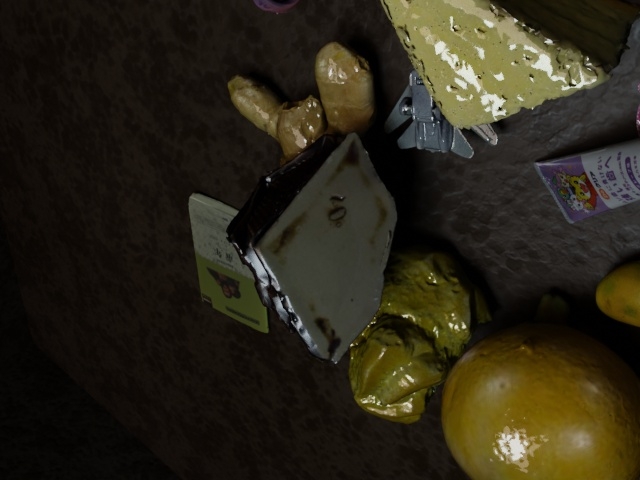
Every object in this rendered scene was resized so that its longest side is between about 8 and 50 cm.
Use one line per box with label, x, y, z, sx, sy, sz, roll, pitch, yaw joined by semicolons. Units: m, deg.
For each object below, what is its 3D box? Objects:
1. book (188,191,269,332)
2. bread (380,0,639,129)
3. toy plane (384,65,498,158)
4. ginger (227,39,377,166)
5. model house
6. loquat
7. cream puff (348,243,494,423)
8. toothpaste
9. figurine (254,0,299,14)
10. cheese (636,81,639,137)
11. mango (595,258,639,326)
book;-0.233;0.062;1.712;0.239;0.035;0.353;23;130;30
bread;0.225;-0.333;0.830;0.278;0.248;0.315;-2;128;39
toy plane;0.177;-0.265;1.043;0.212;0.088;0.268;15;126;37
ginger;-0.003;-0.184;1.273;0.362;0.122;0.348;-7;113;40
model house;0.000;0.000;1.191;0.317;0.297;0.282;59;169;-13
loquat;0.366;0.261;1.079;0.328;0.328;0.360;-2;72;45
cream puff;0.140;0.171;1.250;0.274;0.269;0.324;40;134;23
toothpaste;0.403;-0.088;0.913;0.114;0.073;0.299;55;164;-4
figurine;-0.088;-0.466;1.161;0.114;0.126;0.157;-58;29;15
cheese;0.506;-0.126;0.841;0.244;0.062;0.155;47;141;5
mango;0.483;0.080;0.987;0.163;0.089;0.111;6;122;51
